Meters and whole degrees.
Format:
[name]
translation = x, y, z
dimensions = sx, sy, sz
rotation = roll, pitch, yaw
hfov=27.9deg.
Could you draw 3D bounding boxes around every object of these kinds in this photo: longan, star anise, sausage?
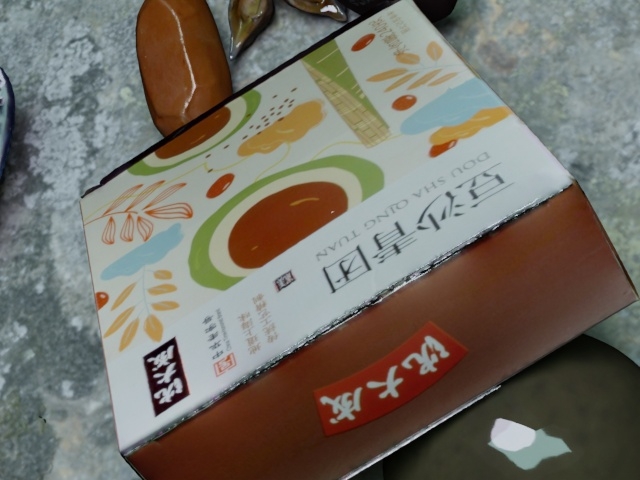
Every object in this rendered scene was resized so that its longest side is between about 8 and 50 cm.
[longan]
translation = 0.157, 0.160, 0.943
dimensions = 0.220, 0.196, 0.196
rotation = 10, 72, 21
[star anise]
translation = -0.072, -0.299, 1.311
dimensions = 0.148, 0.218, 0.227
rotation = -53, 14, 24
[sausage]
translation = -0.131, -0.167, 1.236
dimensions = 0.089, 0.089, 0.179
rotation = -18, 73, 11

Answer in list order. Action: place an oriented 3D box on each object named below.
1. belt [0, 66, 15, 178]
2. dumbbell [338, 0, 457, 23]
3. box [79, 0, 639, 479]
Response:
[belt]
translation = -0.376, -0.075, 1.261
dimensions = 0.122, 0.128, 0.218
rotation = 18, 68, -20
[dumbbell]
translation = 0.092, -0.319, 1.195
dimensions = 0.140, 0.124, 0.225
rotation = -6, 58, 61
[box]
translation = 0.000, 0.000, 1.006
dimensions = 0.344, 0.122, 0.385
rotation = -32, 32, 4
